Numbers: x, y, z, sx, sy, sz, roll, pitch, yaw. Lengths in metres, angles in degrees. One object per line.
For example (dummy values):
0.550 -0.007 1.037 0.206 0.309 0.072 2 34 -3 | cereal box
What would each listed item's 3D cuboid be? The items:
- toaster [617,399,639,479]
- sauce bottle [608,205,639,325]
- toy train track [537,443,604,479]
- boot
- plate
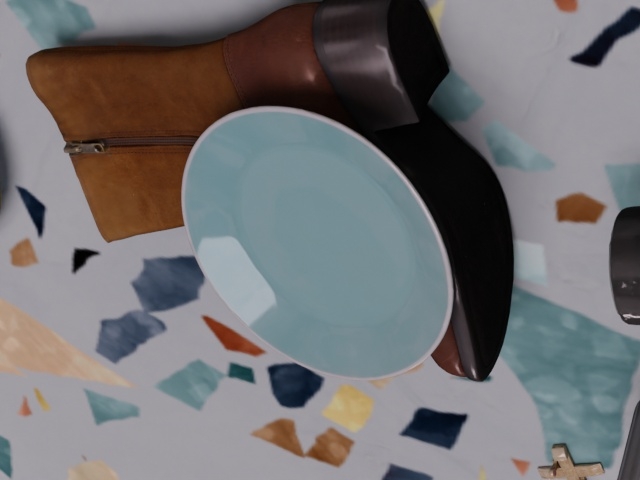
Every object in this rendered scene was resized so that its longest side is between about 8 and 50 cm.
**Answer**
0.267 0.157 1.063 0.227 0.146 0.129 -18 116 35 | toaster
0.329 0.011 0.937 0.344 0.111 0.111 -3 125 26 | sauce bottle
0.179 0.177 1.212 0.048 0.014 0.083 -10 122 32 | toy train track
-0.035 -0.018 1.104 0.280 0.096 0.264 -8 123 31 | boot
0.000 0.000 1.036 0.188 0.024 0.188 19 129 25 | plate
